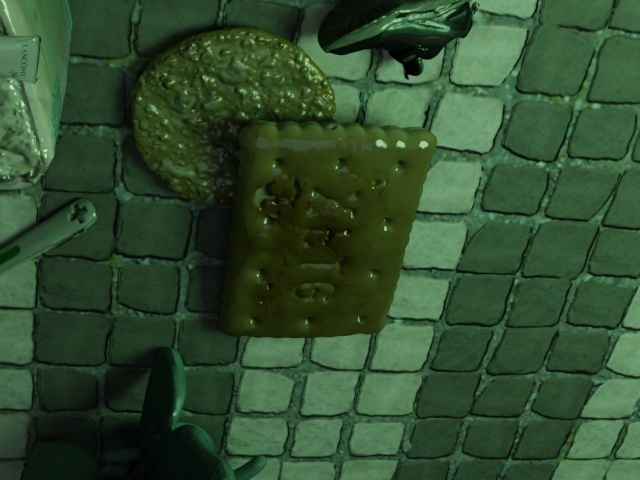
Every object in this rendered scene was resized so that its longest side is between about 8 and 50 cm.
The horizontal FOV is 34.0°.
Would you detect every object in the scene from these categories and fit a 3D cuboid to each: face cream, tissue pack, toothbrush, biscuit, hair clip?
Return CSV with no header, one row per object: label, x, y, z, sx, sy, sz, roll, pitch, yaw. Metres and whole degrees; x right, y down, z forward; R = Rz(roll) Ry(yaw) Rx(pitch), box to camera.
face cream,-0.254,-0.134,0.731,0.115,0.020,0.038,5,123,-16
tissue pack,-0.285,-0.191,0.866,0.124,0.271,0.201,-11,127,-1
toothbrush,-0.427,0.062,1.167,0.418,0.042,0.040,-29,165,11
biscuit,-0.092,-0.127,1.102,0.220,0.033,0.219,-4,126,-6
hair clip,-0.190,0.344,1.254,0.392,0.318,0.238,-39,125,15
biscuit,0.000,0.000,1.180,0.217,0.044,0.324,2,134,-11

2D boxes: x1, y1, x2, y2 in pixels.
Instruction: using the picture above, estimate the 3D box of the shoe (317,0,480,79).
shoe,0.085,-0.207,1.057,0.169,0.071,0.099,-21,130,0
